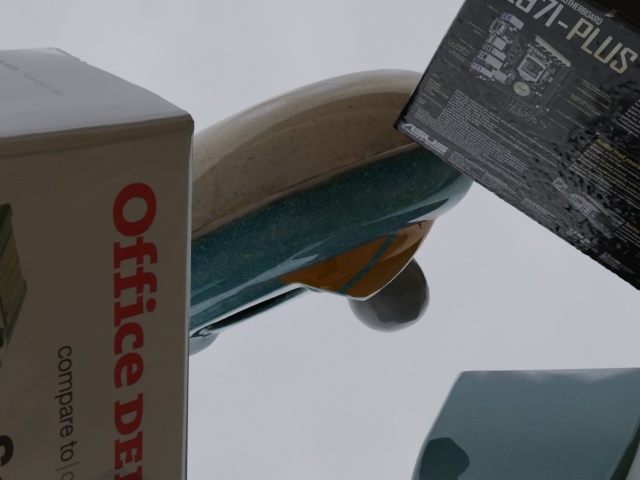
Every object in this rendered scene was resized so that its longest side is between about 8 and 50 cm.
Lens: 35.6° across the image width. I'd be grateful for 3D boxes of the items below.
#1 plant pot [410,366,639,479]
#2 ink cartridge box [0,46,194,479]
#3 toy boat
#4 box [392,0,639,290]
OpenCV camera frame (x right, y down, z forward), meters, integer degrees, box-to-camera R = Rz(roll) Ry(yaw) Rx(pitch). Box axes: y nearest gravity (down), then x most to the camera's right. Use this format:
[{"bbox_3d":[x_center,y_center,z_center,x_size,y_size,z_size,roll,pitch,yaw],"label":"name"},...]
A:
[{"bbox_3d":[0.153,0.212,0.695,0.234,0.166,0.165,-36,-63,-60],"label":"plant pot"},{"bbox_3d":[-0.193,0.054,0.342,0.289,0.121,0.211,-14,-61,-37],"label":"ink cartridge box"},{"bbox_3d":[0.000,0.000,0.663,0.267,0.318,0.148,-25,-98,16],"label":"toy boat"},{"bbox_3d":[0.138,-0.055,0.408,0.180,0.147,0.077,34,-112,3],"label":"box"}]
